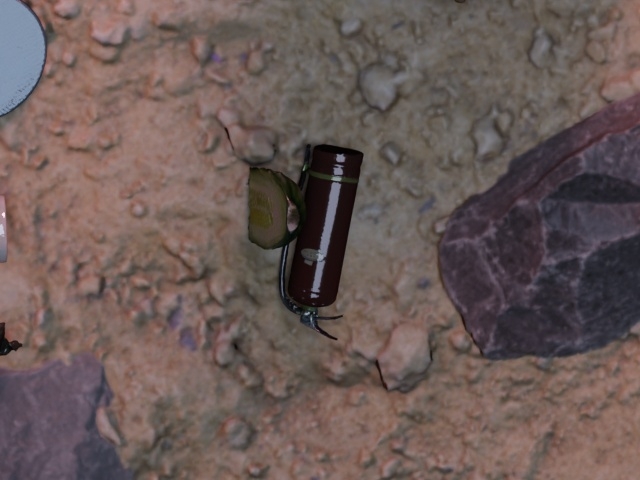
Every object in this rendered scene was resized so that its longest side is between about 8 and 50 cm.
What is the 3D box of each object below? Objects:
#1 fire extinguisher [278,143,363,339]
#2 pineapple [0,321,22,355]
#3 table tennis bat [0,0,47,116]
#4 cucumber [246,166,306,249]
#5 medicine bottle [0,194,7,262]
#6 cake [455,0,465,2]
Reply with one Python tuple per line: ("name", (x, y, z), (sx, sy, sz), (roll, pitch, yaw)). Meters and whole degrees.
("fire extinguisher", (0.000, 0.000, 1.556), (0.064, 0.043, 0.158), (13, 98, 16))
("pineapple", (-0.370, 0.087, 1.450), (0.279, 0.158, 0.157), (18, 96, -27))
("table tennis bat", (-0.287, -0.132, 1.483), (0.155, 0.019, 0.100), (-44, 106, -3))
("cucumber", (-0.030, -0.024, 1.512), (0.035, 0.107, 0.067), (0, 98, -18))
("medicine bottle", (-0.295, -0.008, 1.483), (0.089, 0.057, 0.057), (-3, 101, -12))
("cake", (0.157, -0.331, 1.420), (0.227, 0.222, 0.286), (-28, 137, -3))
